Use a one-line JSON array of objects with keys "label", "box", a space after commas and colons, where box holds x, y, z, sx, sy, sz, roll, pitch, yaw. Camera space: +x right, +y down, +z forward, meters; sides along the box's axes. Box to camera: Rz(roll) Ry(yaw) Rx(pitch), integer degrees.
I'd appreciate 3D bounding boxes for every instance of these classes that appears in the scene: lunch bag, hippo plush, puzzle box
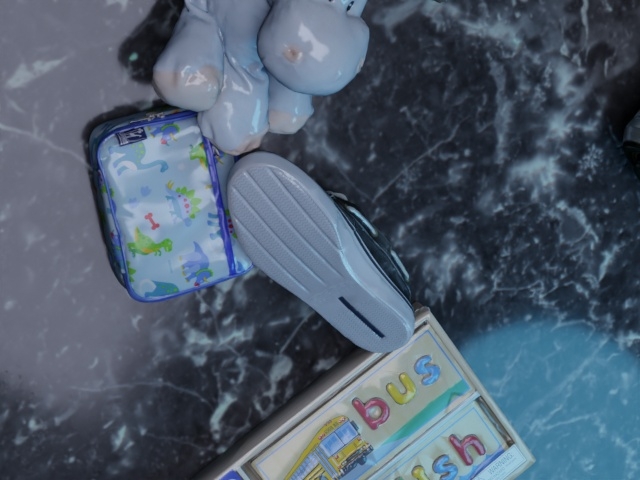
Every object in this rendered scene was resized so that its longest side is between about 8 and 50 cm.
[{"label": "lunch bag", "box": [-0.171, -0.048, 1.655, 0.176, 0.090, 0.219, -14, 106, -17]}, {"label": "hippo plush", "box": [-0.023, -0.244, 1.545, 0.234, 0.236, 0.294, 20, 72, -45]}, {"label": "puzzle box", "box": [0.047, 0.304, 1.810, 0.409, 0.052, 0.272, -38, 108, -5]}]

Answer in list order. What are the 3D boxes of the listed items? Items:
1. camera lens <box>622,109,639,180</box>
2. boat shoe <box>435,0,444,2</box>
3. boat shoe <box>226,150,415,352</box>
[{"label": "camera lens", "box": [0.532, -0.154, 1.759, 0.219, 0.219, 0.274, 39, 89, -19]}, {"label": "boat shoe", "box": [0.213, -0.367, 1.598, 0.091, 0.305, 0.109, -12, 76, -51]}, {"label": "boat shoe", "box": [0.000, 0.000, 1.684, 0.121, 0.119, 0.335, -22, 128, 23]}]
